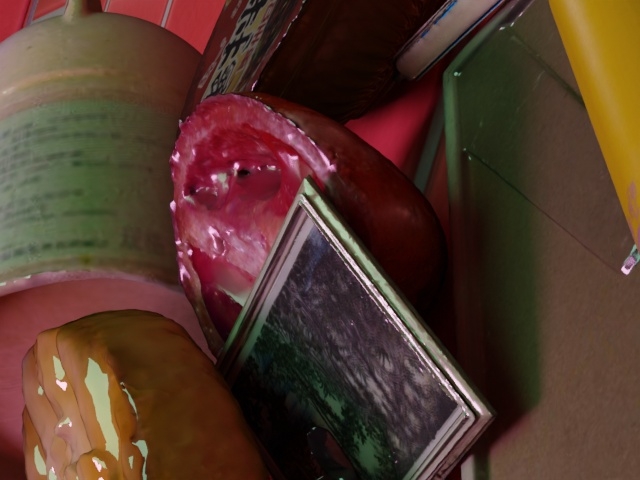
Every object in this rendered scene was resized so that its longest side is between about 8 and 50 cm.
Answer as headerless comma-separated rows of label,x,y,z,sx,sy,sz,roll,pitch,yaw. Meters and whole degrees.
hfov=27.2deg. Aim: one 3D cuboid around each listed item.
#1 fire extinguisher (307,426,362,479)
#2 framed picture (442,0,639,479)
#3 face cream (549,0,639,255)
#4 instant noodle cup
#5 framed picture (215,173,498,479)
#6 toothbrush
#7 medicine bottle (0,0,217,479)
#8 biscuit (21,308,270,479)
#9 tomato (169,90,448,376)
fire extinguisher,0.032,0.197,0.530,0.072,0.089,0.267,-28,38,16
framed picture,0.125,-0.023,0.561,0.240,0.020,0.324,-49,31,46
face cream,0.126,-0.071,0.462,0.078,0.078,0.273,-56,27,36
instant noodle cup,0.009,-0.149,0.822,0.274,0.091,0.274,-56,18,29
framed picture,0.004,0.077,0.647,0.142,0.011,0.183,52,142,20
toothbrush,0.110,-0.149,0.635,0.294,0.026,0.028,-42,18,51
medicine bottle,-0.166,-0.030,0.984,0.235,0.236,0.406,-58,27,34
biscuit,-0.085,0.179,0.720,0.296,0.102,0.296,37,133,55
tomato,0.000,0.000,0.708,0.173,0.099,0.189,36,133,40
